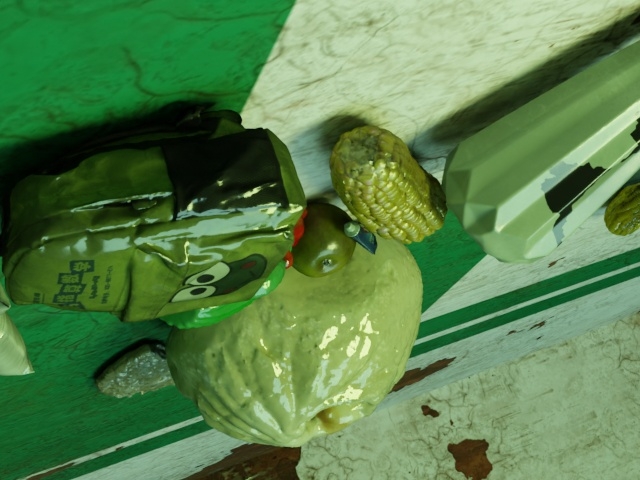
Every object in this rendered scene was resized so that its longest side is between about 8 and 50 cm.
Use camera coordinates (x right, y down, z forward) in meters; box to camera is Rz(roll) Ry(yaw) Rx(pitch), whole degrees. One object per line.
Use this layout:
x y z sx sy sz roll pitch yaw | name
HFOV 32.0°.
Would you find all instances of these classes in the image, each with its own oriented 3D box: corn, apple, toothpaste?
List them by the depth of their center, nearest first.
0.073 -0.057 1.195 0.101 0.101 0.292 -27 166 8 | corn
0.047 -0.006 1.270 0.019 0.027 0.083 -13 159 22 | toothpaste
0.000 0.000 1.293 0.090 0.074 0.089 -14 144 -11 | apple
0.532 -0.065 1.873 0.072 0.072 0.203 -20 163 -13 | corn

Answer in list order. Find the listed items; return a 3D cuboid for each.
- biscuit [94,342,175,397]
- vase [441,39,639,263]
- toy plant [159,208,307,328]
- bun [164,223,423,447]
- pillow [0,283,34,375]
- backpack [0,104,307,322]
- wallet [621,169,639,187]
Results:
-0.258 0.197 1.637 0.133 0.032 0.250 -25 165 6 | biscuit
0.305 -0.126 1.201 0.360 0.165 0.165 -38 160 19 | vase
-0.097 0.019 1.165 0.155 0.088 0.240 -14 -162 9 | toy plant
-0.015 0.139 1.455 0.349 0.227 0.352 -26 165 1 | bun
-0.306 0.047 0.921 0.078 0.144 0.254 -52 176 -22 | pillow
-0.149 -0.017 0.952 0.253 0.140 0.207 -8 157 -23 | backpack
0.393 -0.138 1.448 0.237 0.075 0.342 -18 166 0 | wallet
